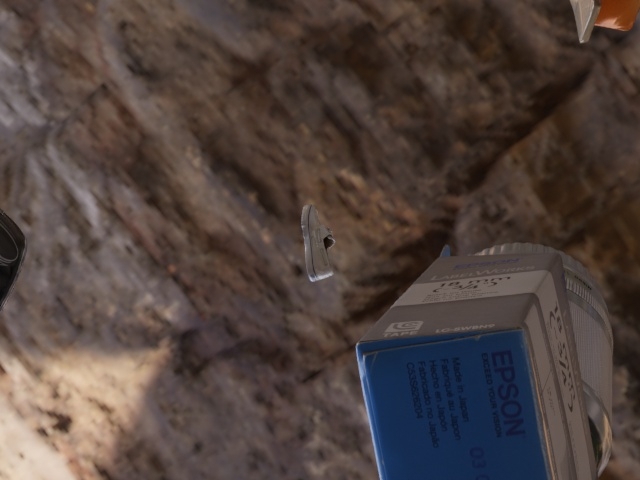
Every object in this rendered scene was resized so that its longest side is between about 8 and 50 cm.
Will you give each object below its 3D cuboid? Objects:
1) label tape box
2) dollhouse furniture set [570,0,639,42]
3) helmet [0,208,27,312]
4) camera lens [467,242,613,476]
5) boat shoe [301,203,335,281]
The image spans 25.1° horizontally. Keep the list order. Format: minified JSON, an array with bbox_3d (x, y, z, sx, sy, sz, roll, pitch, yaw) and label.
[{"bbox_3d":[0.129,0.137,0.983,0.334,0.106,0.240,-37,-63,-72],"label":"label tape box"},{"bbox_3d":[0.370,-0.243,1.205,0.262,0.259,0.135,10,-139,-7],"label":"dollhouse furniture set"},{"bbox_3d":[-0.338,0.015,1.164,0.161,0.169,0.169,31,-137,-21],"label":"helmet"},{"bbox_3d":[0.229,0.160,1.675,0.219,0.219,0.274,41,-147,-17],"label":"camera lens"},{"bbox_3d":[0.000,0.000,1.680,0.035,0.035,0.100,61,-160,-54],"label":"boat shoe"}]
